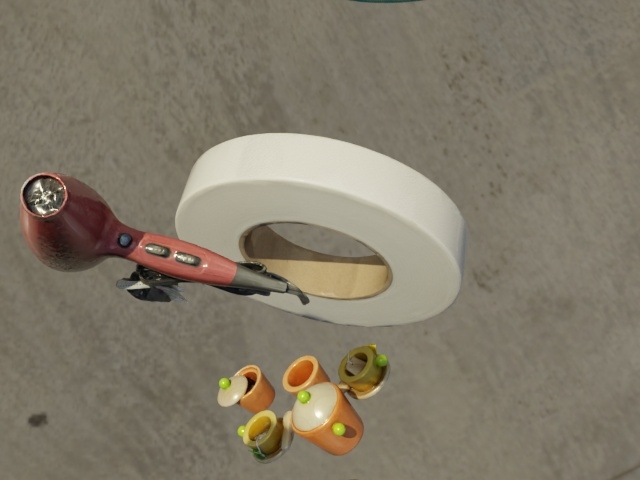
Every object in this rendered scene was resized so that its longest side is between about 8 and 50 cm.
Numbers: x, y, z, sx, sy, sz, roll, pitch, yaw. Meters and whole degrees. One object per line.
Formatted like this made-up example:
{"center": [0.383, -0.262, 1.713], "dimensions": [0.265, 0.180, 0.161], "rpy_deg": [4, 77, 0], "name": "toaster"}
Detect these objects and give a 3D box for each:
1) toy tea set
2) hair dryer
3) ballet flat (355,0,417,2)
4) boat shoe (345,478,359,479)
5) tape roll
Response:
{"center": [-0.054, 0.252, 1.598], "dimensions": [0.336, 0.200, 0.124], "rpy_deg": [-16, 130, 36], "name": "toy tea set"}
{"center": [-0.160, -0.004, 0.886], "dimensions": [0.223, 0.080, 0.293], "rpy_deg": [-3, 164, 34], "name": "hair dryer"}
{"center": [0.186, -0.399, 1.301], "dimensions": [0.400, 0.139, 0.139], "rpy_deg": [-3, 124, 7], "name": "ballet flat"}
{"center": [-0.013, 0.289, 0.655], "dimensions": [0.109, 0.302, 0.098], "rpy_deg": [-29, 108, 28], "name": "boat shoe"}
{"center": [0.000, 0.000, 1.293], "dimensions": [0.391, 0.072, 0.392], "rpy_deg": [11, 152, 6], "name": "tape roll"}
